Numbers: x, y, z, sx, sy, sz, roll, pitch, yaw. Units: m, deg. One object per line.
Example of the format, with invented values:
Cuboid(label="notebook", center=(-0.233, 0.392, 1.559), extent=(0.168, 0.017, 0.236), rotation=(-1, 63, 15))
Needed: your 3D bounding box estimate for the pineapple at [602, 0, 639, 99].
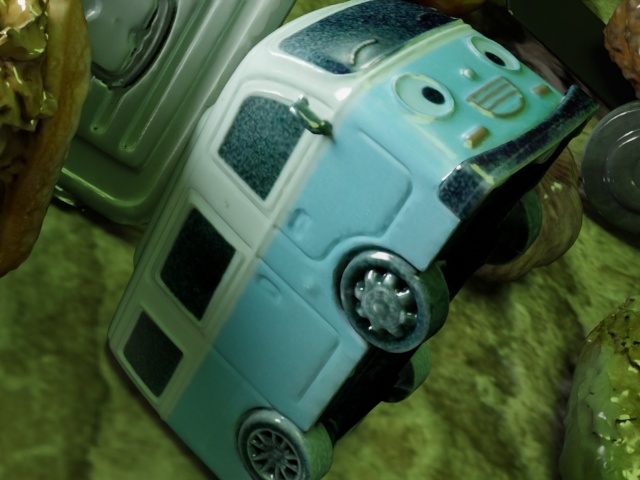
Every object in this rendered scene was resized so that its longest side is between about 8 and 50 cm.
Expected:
Cuboid(label="pineapple", center=(0.415, -0.113, 1.102), extent=(0.340, 0.169, 0.169), rotation=(52, 42, 1))

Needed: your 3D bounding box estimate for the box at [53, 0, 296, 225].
Cuboid(label="box", center=(-0.104, -0.149, 0.726), extent=(0.163, 0.243, 0.135), rotation=(32, 28, -4))

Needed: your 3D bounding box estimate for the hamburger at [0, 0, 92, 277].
Cuboid(label="hamburger", center=(-0.234, -0.070, 0.565), extent=(0.211, 0.245, 0.261), rotation=(-4, 93, -48))

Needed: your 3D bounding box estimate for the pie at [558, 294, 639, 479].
Cuboid(label="pie", center=(0.296, 0.169, 0.815), extent=(0.296, 0.078, 0.371), rotation=(23, 43, -13))

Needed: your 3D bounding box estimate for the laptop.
Cuboid(label="laptop", center=(0.232, -0.193, 1.118), extent=(0.197, 0.016, 0.135), rotation=(35, 39, -28))

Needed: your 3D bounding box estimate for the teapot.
Cuboid(label="teapot", center=(0.294, -0.061, 1.008), extent=(0.149, 0.111, 0.108), rotation=(32, 26, 3))

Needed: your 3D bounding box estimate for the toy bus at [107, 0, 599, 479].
Cuboid(label="toy bus", center=(0.000, 0.000, 0.620), extent=(0.165, 0.271, 0.133), rotation=(42, 40, 12))

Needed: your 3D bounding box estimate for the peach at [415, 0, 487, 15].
Cuboid(label="peach", center=(0.118, -0.237, 1.083), extent=(0.098, 0.098, 0.061), rotation=(-83, 156, -46))

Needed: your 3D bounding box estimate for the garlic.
Cuboid(label="garlic", center=(0.126, -0.048, 0.879), extent=(0.147, 0.102, 0.159), rotation=(2, 52, -35))
